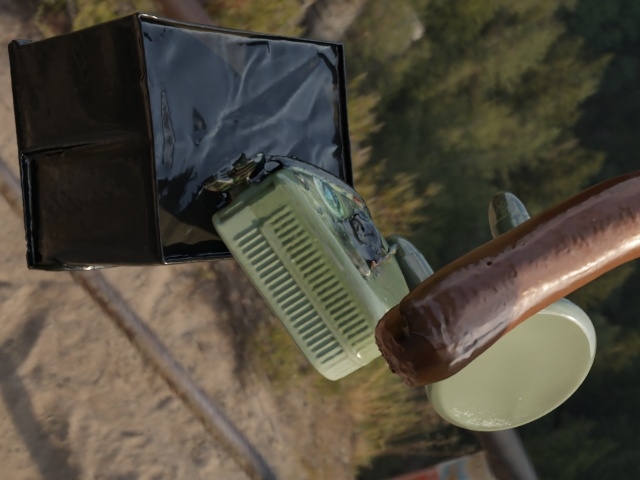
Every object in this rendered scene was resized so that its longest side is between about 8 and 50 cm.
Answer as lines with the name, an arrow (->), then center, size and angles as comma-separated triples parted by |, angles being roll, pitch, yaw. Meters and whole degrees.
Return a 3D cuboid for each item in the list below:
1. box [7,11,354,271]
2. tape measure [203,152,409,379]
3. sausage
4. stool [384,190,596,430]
box -> -0.141, -0.102, 1.264 | 0.345, 0.204, 0.251 | -6, 92, -51
tape measure -> 0.000, 0.000, 1.127 | 0.235, 0.115, 0.207 | 56, 20, -7
sausage -> 0.103, 0.009, 0.469 | 0.176, 0.040, 0.047 | -26, 65, -13
stool -> 0.184, 0.084, 1.286 | 0.199, 0.195, 0.195 | -115, -178, -48
